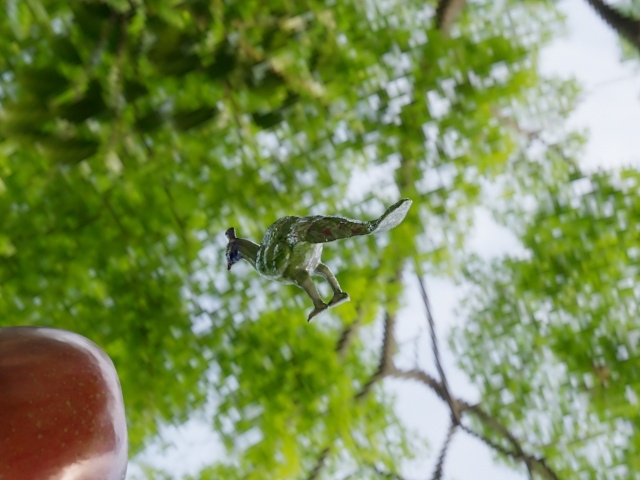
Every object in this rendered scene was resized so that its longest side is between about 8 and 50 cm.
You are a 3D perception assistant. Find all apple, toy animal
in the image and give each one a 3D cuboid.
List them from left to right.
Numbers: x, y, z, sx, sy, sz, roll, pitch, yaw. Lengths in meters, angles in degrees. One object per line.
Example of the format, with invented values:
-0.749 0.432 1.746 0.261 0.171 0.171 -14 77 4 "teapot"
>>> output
-0.222 0.152 1.290 0.168 0.181 0.181 -7 -137 -21 "apple"
0.006 0.016 1.268 0.041 0.075 0.217 -29 -168 -34 "toy animal"
